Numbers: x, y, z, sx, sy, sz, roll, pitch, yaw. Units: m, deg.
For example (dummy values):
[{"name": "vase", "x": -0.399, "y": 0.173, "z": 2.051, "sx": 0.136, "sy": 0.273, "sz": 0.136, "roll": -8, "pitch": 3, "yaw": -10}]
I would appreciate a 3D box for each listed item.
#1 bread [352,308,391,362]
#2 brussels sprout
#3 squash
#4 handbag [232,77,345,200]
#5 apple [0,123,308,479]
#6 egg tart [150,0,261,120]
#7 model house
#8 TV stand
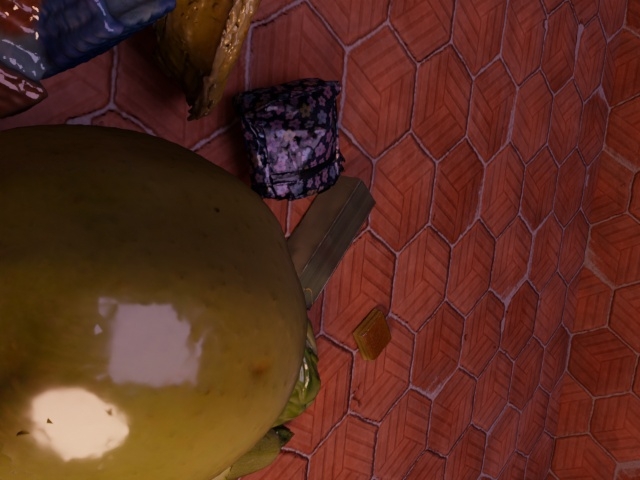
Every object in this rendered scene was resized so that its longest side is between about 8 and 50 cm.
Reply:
[{"name": "bread", "x": 0.124, "y": 0.223, "z": 1.459, "sx": 0.090, "sy": 0.035, "sz": 0.095, "roll": -44, "pitch": 130, "yaw": -31}, {"name": "brussels sprout", "x": -0.099, "y": 0.230, "z": 1.132, "sx": 0.223, "sy": 0.161, "sz": 0.223, "roll": 5, "pitch": 82, "yaw": -39}, {"name": "squash", "x": -0.144, "y": 0.397, "z": 1.157, "sx": 0.287, "sy": 0.137, "sz": 0.137, "roll": 30, "pitch": 79, "yaw": -50}, {"name": "handbag", "x": -0.046, "y": -0.174, "z": 1.097, "sx": 0.228, "sy": 0.126, "sz": 0.208, "roll": -27, "pitch": 126, "yaw": -40}, {"name": "apple", "x": -0.256, "y": 0.086, "z": 0.708, "sx": 0.473, "sy": 0.473, "sz": 0.474, "roll": -16, "pitch": 112, "yaw": -44}, {"name": "egg tart", "x": -0.157, "y": -0.325, "z": 0.857, "sx": 0.120, "sy": 0.315, "sz": 0.315, "roll": 17, "pitch": 88, "yaw": -18}, {"name": "model house", "x": -0.306, "y": -0.305, "z": 0.642, "sx": 0.294, "sy": 0.251, "sz": 0.330, "roll": 33, "pitch": 64, "yaw": -46}, {"name": "TV stand", "x": 0.000, "y": 0.000, "z": 1.223, "sx": 0.270, "sy": 0.088, "sz": 0.083, "roll": -57, "pitch": 136, "yaw": -20}]
